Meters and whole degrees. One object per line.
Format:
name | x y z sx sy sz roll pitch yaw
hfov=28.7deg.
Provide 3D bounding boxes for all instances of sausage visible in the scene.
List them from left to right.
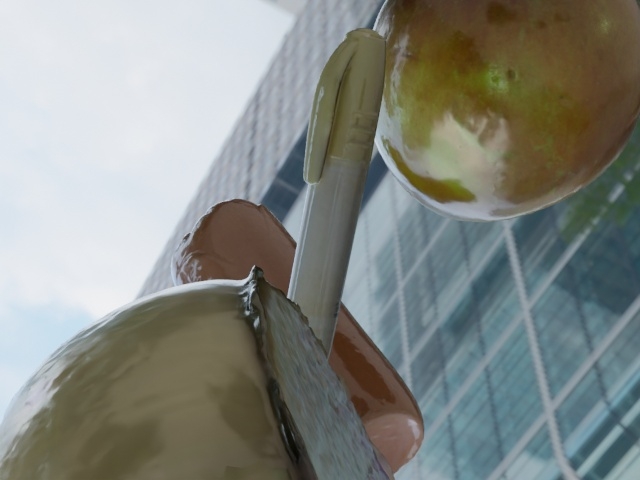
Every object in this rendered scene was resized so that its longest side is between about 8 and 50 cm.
sausage | -0.031 0.084 1.091 0.121 0.121 0.304 4 -144 -42

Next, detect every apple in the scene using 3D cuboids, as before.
apple | 0.147 -0.125 1.001 0.236 0.208 0.237 -1 -156 0

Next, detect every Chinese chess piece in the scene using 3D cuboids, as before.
Chinese chess piece | -0.015 0.146 0.469 0.270 0.112 0.270 -24 -90 -85

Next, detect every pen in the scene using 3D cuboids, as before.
pen | 0.000 0.000 0.681 0.040 0.234 0.032 5 -170 -43
